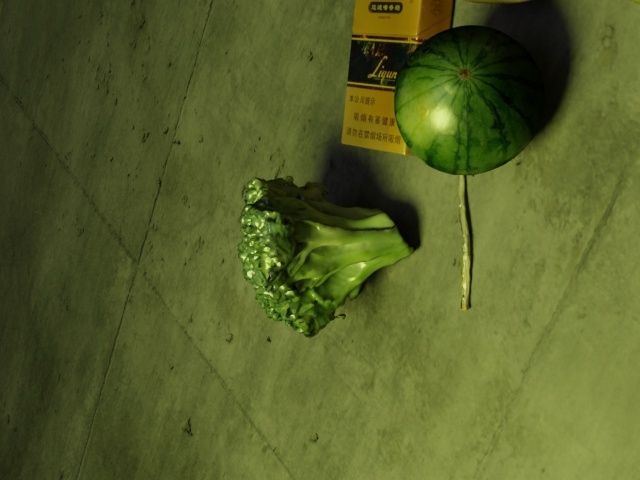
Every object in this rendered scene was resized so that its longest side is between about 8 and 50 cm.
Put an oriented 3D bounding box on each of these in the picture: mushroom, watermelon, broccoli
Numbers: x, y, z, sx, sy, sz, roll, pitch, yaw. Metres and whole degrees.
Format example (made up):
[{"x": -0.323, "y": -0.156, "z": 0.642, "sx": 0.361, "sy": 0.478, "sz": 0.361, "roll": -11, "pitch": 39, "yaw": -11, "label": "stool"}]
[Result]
[{"x": 0.196, "y": -0.047, "z": 1.594, "sx": 0.026, "sy": 0.028, "sz": 0.286, "roll": 1, "pitch": 93, "yaw": 12, "label": "mushroom"}, {"x": 0.186, "y": -0.173, "z": 1.475, "sx": 0.214, "sy": 0.188, "sz": 0.187, "roll": 56, "pitch": -155, "yaw": -77, "label": "watermelon"}, {"x": 0.000, "y": 0.000, "z": 1.693, "sx": 0.288, "sy": 0.246, "sz": 0.247, "roll": -100, "pitch": -13, "yaw": -78, "label": "broccoli"}]

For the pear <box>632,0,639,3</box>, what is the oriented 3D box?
[{"x": 0.363, "y": -0.335, "z": 1.258, "sx": 0.167, "sy": 0.137, "sz": 0.167, "roll": -8, "pitch": 80, "yaw": 50, "label": "pear"}]

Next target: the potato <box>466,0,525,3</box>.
[{"x": 0.215, "y": -0.382, "z": 1.466, "sx": 0.234, "sy": 0.146, "sz": 0.150, "roll": 19, "pitch": 150, "yaw": 40, "label": "potato"}]

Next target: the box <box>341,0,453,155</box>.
[{"x": 0.109, "y": -0.245, "z": 1.674, "sx": 0.152, "sy": 0.070, "sz": 0.237, "roll": 18, "pitch": 107, "yaw": 53, "label": "box"}]
